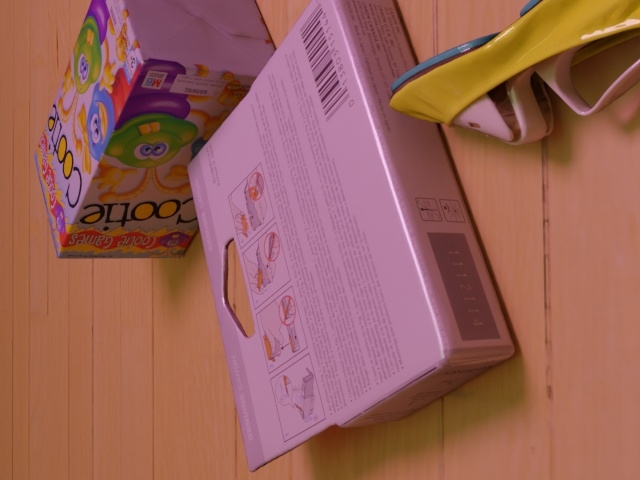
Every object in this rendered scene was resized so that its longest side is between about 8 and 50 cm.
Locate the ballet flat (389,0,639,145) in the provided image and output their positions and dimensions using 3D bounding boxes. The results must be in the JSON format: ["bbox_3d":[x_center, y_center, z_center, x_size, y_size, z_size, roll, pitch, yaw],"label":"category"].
[{"bbox_3d":[0.125,-0.099,0.514,0.231,0.077,0.077,-27,84,51],"label":"ballet flat"}]

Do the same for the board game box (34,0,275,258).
[{"bbox_3d":[-0.170,-0.117,0.884,0.275,0.144,0.142,-53,49,42],"label":"board game box"}]

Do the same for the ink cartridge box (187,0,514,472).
[{"bbox_3d":[0.000,0.000,0.697,0.261,0.066,0.296,-42,55,48],"label":"ink cartridge box"}]
